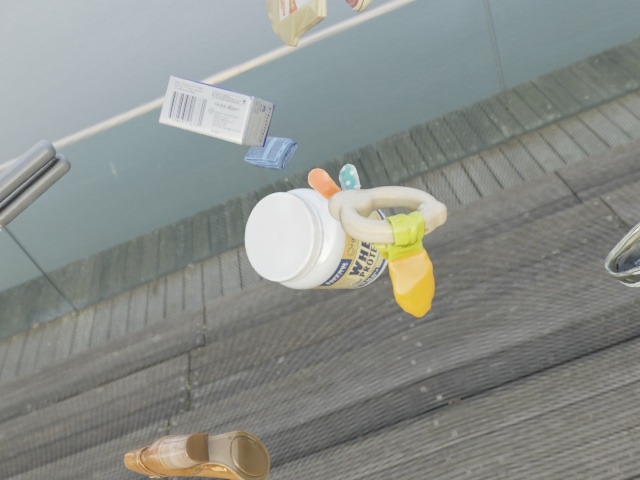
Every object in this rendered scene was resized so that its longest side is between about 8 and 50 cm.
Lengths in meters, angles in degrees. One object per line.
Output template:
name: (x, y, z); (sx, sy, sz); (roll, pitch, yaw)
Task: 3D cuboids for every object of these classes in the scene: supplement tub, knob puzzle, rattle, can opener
supplement tub: (0.000, 0.000, 1.535); (0.228, 0.316, 0.228); (-2, 86, 36)
knob puzzle: (-0.027, -0.330, 0.795); (0.030, 0.213, 0.213); (-3, 31, -23)
rattle: (0.069, -0.010, 0.866); (0.200, 0.142, 0.130); (17, 52, 42)
can opener: (-0.553, -0.051, 1.140); (0.283, 0.076, 0.095); (-42, 44, -5)

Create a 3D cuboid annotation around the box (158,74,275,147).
box: (-0.148, -0.188, 0.973); (0.126, 0.072, 0.137); (16, 8, 7)

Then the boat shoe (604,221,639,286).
boat shoe: (0.685, -0.024, 1.233); (0.335, 0.119, 0.121); (-51, 54, 29)

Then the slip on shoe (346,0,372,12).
slip on shoe: (0.078, -0.605, 1.510); (0.123, 0.101, 0.331); (-54, 23, 18)

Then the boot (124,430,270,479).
boot: (-0.189, 0.339, 1.025); (0.152, 0.197, 0.073); (-22, 51, 34)

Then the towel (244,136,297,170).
towel: (-0.096, -0.171, 1.273); (0.119, 0.029, 0.067); (16, 74, 51)
